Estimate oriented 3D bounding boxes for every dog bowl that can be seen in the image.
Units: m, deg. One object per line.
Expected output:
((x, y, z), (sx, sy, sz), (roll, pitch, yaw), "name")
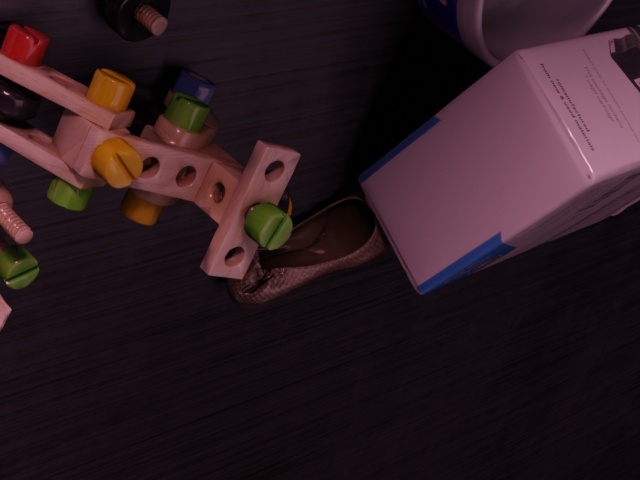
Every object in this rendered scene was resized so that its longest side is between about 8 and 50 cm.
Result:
((0.229, -0.320, 1.329), (0.265, 0.104, 0.265), (-31, 144, -26), "dog bowl")

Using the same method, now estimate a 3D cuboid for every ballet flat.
((0.000, 0.000, 1.416), (0.250, 0.084, 0.058), (-26, 153, -22), "ballet flat")

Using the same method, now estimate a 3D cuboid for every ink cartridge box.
((0.287, -0.108, 1.443), (0.395, 0.166, 0.285), (-18, 166, -44), "ink cartridge box")

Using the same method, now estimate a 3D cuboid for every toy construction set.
((-0.166, -0.040, 1.030), (0.309, 0.237, 0.257), (-46, 147, -4), "toy construction set")
